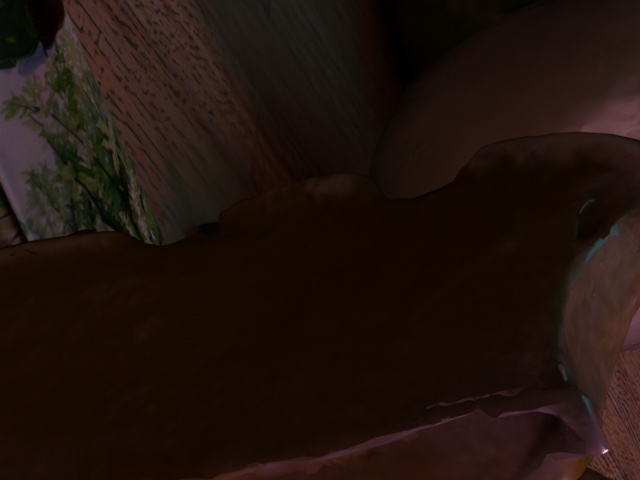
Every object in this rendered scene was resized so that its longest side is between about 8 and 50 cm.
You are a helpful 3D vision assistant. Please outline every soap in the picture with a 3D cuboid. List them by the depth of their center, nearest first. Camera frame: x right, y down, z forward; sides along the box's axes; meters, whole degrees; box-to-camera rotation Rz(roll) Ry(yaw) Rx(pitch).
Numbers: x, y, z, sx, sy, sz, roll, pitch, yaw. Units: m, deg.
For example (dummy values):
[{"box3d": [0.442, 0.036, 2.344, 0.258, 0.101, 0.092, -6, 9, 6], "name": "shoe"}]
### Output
[{"box3d": [-0.001, 0.157, 0.544, 0.169, 0.304, 0.338, -71, 143, -50], "name": "soap"}]

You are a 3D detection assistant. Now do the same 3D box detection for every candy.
[{"box3d": [0.167, -0.036, 1.025, 0.185, 0.295, 0.295, 65, 17, 14], "name": "candy"}]

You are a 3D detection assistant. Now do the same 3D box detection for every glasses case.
[{"box3d": [-0.133, -0.072, 0.676, 0.095, 0.062, 0.272, -65, 138, -59], "name": "glasses case"}]

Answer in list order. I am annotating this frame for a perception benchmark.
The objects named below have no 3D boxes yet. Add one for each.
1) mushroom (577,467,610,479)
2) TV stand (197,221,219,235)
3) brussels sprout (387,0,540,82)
[{"box3d": [0.128, 0.249, 0.951, 0.278, 0.146, 0.278, 8, 90, -89], "name": "mushroom"}, {"box3d": [0.000, 0.000, 1.011, 0.256, 0.040, 0.049, -15, 92, -70], "name": "TV stand"}, {"box3d": [0.163, -0.160, 1.266, 0.210, 0.219, 0.271, 65, -3, -26], "name": "brussels sprout"}]
